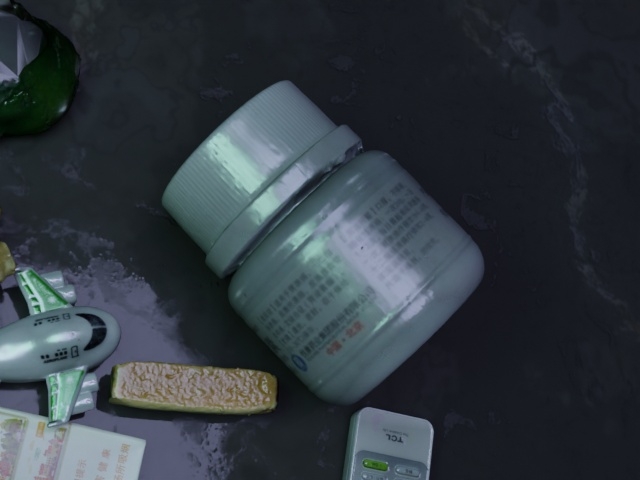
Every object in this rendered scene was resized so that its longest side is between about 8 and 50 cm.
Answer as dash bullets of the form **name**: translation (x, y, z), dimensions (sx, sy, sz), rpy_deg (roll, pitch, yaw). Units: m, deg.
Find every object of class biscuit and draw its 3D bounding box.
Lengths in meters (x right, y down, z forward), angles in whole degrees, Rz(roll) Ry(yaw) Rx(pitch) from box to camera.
- **biscuit**: translation (-0.140, 0.165, 1.163), dimensions (0.188, 0.056, 0.052), rpy_deg (8, 74, -20)

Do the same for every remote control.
- **remote control**: translation (0.069, 0.322, 1.210), dimensions (0.103, 0.034, 0.250), rpy_deg (16, 70, -17)

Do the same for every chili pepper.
- **chili pepper**: translation (-0.380, -0.179, 1.134), dimensions (0.264, 0.116, 0.148), rpy_deg (-11, 70, -25)

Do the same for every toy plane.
- **toy plane**: translation (-0.293, 0.111, 1.104), dimensions (0.174, 0.080, 0.174), rpy_deg (7, 70, -20)

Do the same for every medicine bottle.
- **medicine bottle**: translation (0.000, 0.000, 1.162), dimensions (0.306, 0.245, 0.245), rpy_deg (47, 64, 3)

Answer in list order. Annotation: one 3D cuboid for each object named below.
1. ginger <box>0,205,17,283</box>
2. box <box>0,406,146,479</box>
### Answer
- **ginger**: translation (-0.415, -0.008, 1.078), dimensions (0.216, 0.102, 0.157), rpy_deg (39, 73, 8)
- **box**: translation (-0.300, 0.241, 1.089), dimensions (0.220, 0.032, 0.122), rpy_deg (16, 68, -16)
